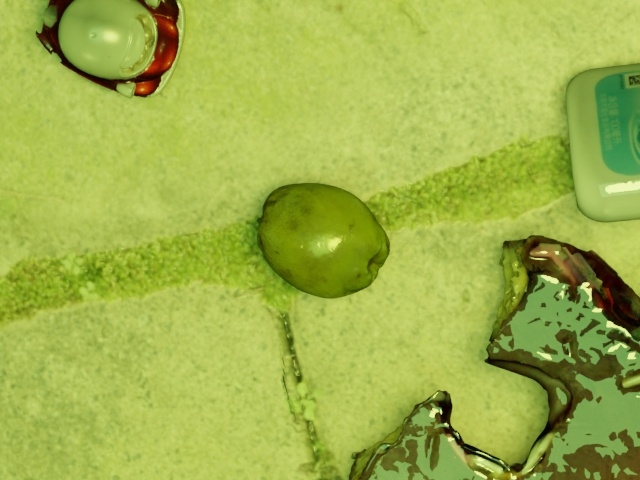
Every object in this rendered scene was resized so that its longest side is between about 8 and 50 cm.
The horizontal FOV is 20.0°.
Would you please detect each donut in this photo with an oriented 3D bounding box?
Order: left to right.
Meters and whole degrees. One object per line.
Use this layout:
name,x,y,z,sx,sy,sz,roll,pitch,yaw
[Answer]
donut,0.206,0.180,1.709,0.259,0.136,0.345,34,101,1

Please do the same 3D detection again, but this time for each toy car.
toy car,-0.208,-0.198,1.731,0.139,0.112,0.112,17,100,5

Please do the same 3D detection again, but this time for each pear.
pear,0.000,0.000,1.733,0.131,0.107,0.107,19,100,17

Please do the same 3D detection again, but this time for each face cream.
face cream,0.396,-0.102,1.647,0.337,0.080,0.163,-5,58,10
